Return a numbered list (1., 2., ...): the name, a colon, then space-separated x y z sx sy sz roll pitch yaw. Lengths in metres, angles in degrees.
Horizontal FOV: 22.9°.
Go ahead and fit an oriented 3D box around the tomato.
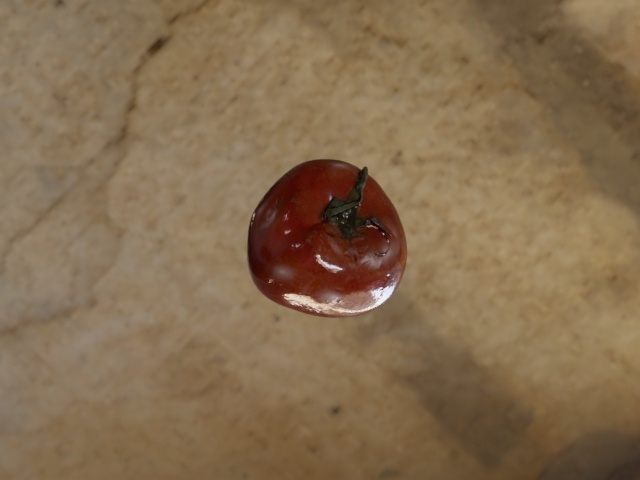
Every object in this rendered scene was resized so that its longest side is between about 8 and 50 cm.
1. tomato: 0.000 0.000 1.725 0.187 0.187 0.151 45 -34 -6
